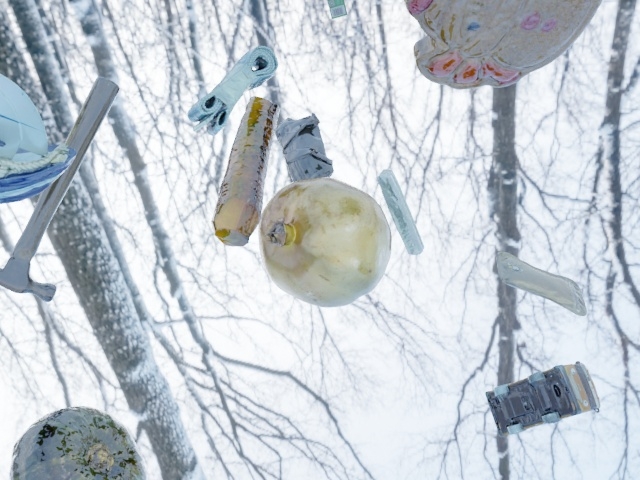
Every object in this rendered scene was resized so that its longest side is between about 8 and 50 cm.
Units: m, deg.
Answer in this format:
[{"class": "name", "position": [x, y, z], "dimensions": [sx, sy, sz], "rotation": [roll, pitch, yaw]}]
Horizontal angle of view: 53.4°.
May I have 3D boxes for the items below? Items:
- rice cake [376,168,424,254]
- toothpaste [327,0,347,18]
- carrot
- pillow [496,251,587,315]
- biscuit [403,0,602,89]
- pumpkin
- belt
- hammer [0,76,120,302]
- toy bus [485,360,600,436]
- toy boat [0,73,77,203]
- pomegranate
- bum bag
[{"class": "rice cake", "position": [0.196, -0.066, 1.547], "dimensions": [0.040, 0.226, 0.085], "rotation": [-20, -167, 19]}, {"class": "toothpaste", "position": [0.026, -0.637, 1.562], "dimensions": [0.043, 0.179, 0.037], "rotation": [-14, -162, 7]}, {"class": "carrot", "position": [-0.105, -0.108, 0.930], "dimensions": [0.070, 0.070, 0.260], "rotation": [0, -127, 11]}, {"class": "pillow", "position": [0.493, 0.094, 1.423], "dimensions": [0.217, 0.033, 0.130], "rotation": [23, -144, -3]}, {"class": "biscuit", "position": [0.325, -0.423, 1.167], "dimensions": [0.381, 0.359, 0.074], "rotation": [1, -128, -21]}, {"class": "pumpkin", "position": [-0.392, 0.379, 1.030], "dimensions": [0.157, 0.223, 0.224], "rotation": [-34, -154, 24]}, {"class": "belt", "position": [-0.197, -0.348, 1.475], "dimensions": [0.072, 0.087, 0.302], "rotation": [-14, -146, 46]}, {"class": "hammer", "position": [-0.498, -0.109, 1.216], "dimensions": [0.440, 0.168, 0.044], "rotation": [-66, -157, -7]}, {"class": "toy bus", "position": [0.430, 0.306, 1.224], "dimensions": [0.114, 0.201, 0.098], "rotation": [-1, -116, -33]}, {"class": "toy boat", "position": [-0.506, -0.160, 0.930], "dimensions": [0.210, 0.292, 0.070], "rotation": [-24, -126, -3]}, {"class": "pomegranate", "position": [0.000, 0.000, 1.409], "dimensions": [0.319, 0.319, 0.319], "rotation": [-5, -146, 4]}, {"class": "bum bag", "position": [-0.043, -0.267, 1.871], "dimensions": [0.142, 0.080, 0.326], "rotation": [-26, -125, 8]}]
